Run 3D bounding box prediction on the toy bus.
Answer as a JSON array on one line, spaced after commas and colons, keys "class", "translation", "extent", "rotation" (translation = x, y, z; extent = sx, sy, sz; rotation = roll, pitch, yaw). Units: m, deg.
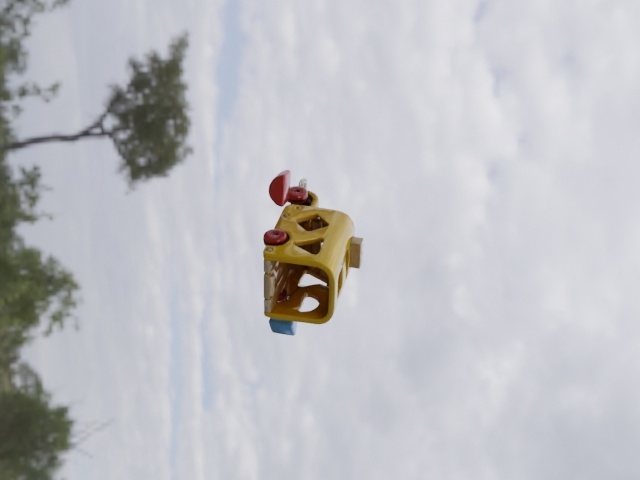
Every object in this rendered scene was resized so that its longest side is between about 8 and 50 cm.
[{"class": "toy bus", "translation": [-0.003, 0.011, 1.375], "extent": [0.191, 0.104, 0.202], "rotation": [52, 48, -75]}]
